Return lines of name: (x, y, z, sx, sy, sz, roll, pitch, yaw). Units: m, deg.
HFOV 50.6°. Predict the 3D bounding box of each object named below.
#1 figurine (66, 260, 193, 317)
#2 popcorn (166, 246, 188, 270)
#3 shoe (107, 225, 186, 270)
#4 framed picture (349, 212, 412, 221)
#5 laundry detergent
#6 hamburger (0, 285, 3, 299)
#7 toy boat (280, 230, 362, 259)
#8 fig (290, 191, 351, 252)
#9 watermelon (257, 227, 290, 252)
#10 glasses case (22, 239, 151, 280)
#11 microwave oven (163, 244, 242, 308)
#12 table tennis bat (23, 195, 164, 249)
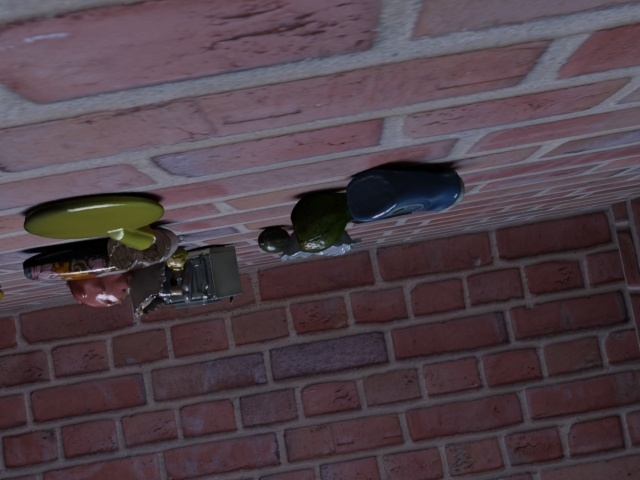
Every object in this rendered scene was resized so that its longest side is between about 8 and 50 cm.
figurine: (-0.524, 0.105, 1.737, 0.387, 0.207, 0.166, 1, 155, -9)
popcorn: (-0.445, 0.063, 2.035, 0.109, 0.089, 0.097, -1, 159, -45)
shoe: (-0.387, 0.009, 1.506, 0.180, 0.089, 0.092, -10, -172, 29)
framed picture: (0.173, -0.077, 1.968, 0.169, 0.023, 0.128, -11, 175, 16)
laundry detergent: (0.191, -0.100, 1.348, 0.290, 0.094, 0.143, -10, 170, -43)
hamburger: (-0.811, 0.107, 1.552, 0.162, 0.115, 0.162, -9, 178, 0)
toy boat: (0.000, 0.000, 2.078, 0.200, 0.100, 0.290, -13, 174, 39)
fig: (0.015, -0.047, 1.441, 0.156, 0.123, 0.123, -22, 176, -2)
watermelon: (-0.134, -0.001, 1.934, 0.078, 0.078, 0.111, -13, 173, 34)
glasses case: (-0.528, 0.045, 1.599, 0.321, 0.082, 0.122, -9, 173, -14)
microwave oven: (-0.402, 0.126, 2.226, 0.241, 0.193, 0.145, -10, 175, 32)
table tennis bat: (-0.376, -0.031, 1.219, 0.224, 0.054, 0.368, -11, 171, 3)
